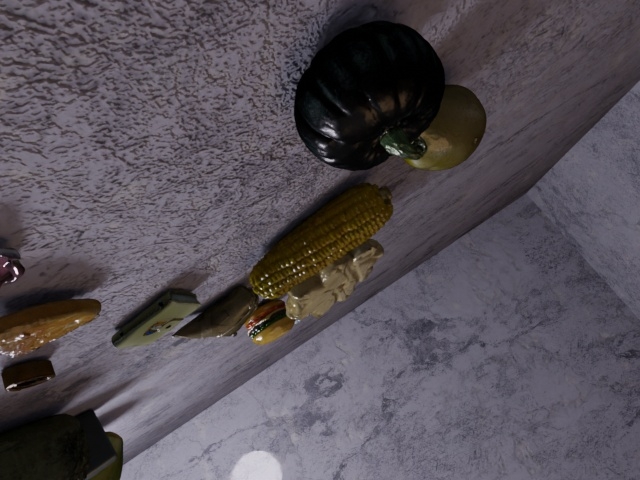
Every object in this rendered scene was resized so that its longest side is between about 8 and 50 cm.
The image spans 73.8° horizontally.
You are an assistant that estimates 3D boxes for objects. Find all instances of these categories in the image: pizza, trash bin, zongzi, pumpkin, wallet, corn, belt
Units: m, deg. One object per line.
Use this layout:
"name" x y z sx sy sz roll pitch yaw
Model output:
"pizza" -0.403 0.122 0.604 0.131 0.041 0.178 -39 169 36
"trash bin" -0.701 0.594 1.148 0.236 0.176 0.101 -27 162 -39
"zongzi" -0.244 0.169 1.025 0.178 0.081 0.189 1 137 -48
"pumpkin" 0.058 -0.169 0.523 0.194 0.150 0.194 -2 146 -1
"wallet" -0.330 0.158 0.866 0.155 0.039 0.110 -37 161 7
"corn" 0.000 0.000 0.926 0.363 0.120 0.120 -36 164 6
"belt" -0.506 0.232 0.737 0.059 0.036 0.083 -31 165 10

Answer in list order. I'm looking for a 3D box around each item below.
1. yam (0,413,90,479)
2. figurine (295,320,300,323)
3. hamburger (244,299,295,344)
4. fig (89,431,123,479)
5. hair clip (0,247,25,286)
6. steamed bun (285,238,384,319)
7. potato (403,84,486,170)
"yam" -0.675 0.510 0.930 0.195 0.195 0.300 -38 163 13
"figurine" -0.105 0.280 1.590 0.114 0.079 0.114 -1 -165 0
"hamburger" -0.159 0.260 1.359 0.162 0.115 0.162 -30 165 -9
"fig" -0.754 0.747 1.379 0.271 0.239 0.239 -44 168 -20
"hair clip" -0.395 0.051 0.420 0.146 0.056 0.187 -34 176 12
"steamed bun" 0.011 0.079 1.112 0.292 0.137 0.295 -22 153 -39
"potato" 0.191 -0.197 0.725 0.194 0.157 0.157 6 138 -47
